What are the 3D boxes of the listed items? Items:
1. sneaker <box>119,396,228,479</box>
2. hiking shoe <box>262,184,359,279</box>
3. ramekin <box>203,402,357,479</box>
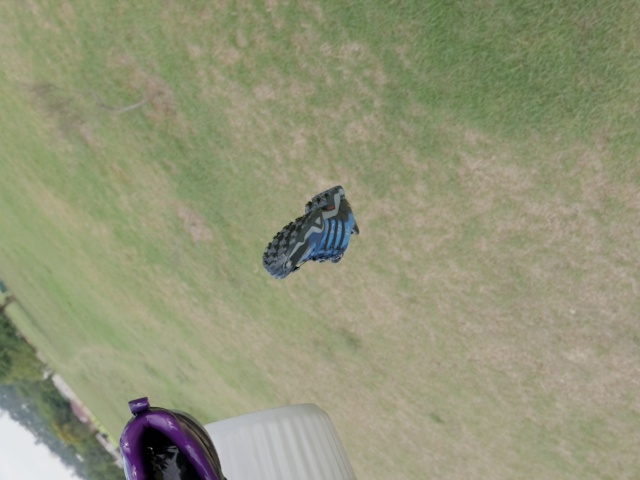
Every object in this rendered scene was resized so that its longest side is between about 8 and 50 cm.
[{"bbox_3d":[-0.069,0.203,0.338,0.223,0.083,0.098,53,160,19],"label":"sneaker"},{"bbox_3d":[0.000,0.000,1.136,0.113,0.304,0.132,-23,107,40],"label":"hiking shoe"},{"bbox_3d":[-0.089,0.284,0.656,0.273,0.273,0.127,118,139,-60],"label":"ramekin"}]
